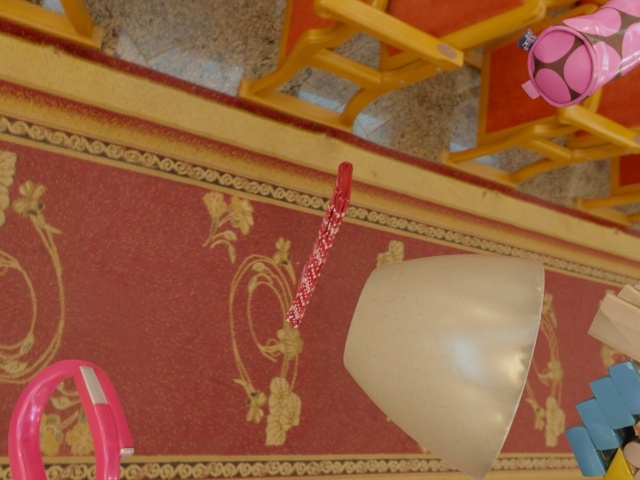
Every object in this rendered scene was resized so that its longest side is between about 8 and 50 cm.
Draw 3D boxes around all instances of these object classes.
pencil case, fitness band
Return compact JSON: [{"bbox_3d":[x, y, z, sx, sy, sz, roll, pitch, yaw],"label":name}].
[{"bbox_3d":[0.318,-0.218,0.527,0.209,0.098,0.095,-27,78,-15],"label":"pencil case"},{"bbox_3d":[-0.395,0.322,0.772,0.209,0.291,0.054,-44,146,11],"label":"fitness band"}]

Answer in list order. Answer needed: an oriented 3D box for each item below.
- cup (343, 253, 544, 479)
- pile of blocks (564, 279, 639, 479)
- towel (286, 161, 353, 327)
[{"bbox_3d":[0.173,0.156,0.771,0.236,0.331,0.331,17,71,15],"label":"cup"},{"bbox_3d":[0.312,0.121,0.421,0.112,0.149,0.363,-1,117,-40],"label":"pile of blocks"},{"bbox_3d":[0.000,0.000,0.915,0.031,0.199,0.275,20,115,-3],"label":"towel"}]
